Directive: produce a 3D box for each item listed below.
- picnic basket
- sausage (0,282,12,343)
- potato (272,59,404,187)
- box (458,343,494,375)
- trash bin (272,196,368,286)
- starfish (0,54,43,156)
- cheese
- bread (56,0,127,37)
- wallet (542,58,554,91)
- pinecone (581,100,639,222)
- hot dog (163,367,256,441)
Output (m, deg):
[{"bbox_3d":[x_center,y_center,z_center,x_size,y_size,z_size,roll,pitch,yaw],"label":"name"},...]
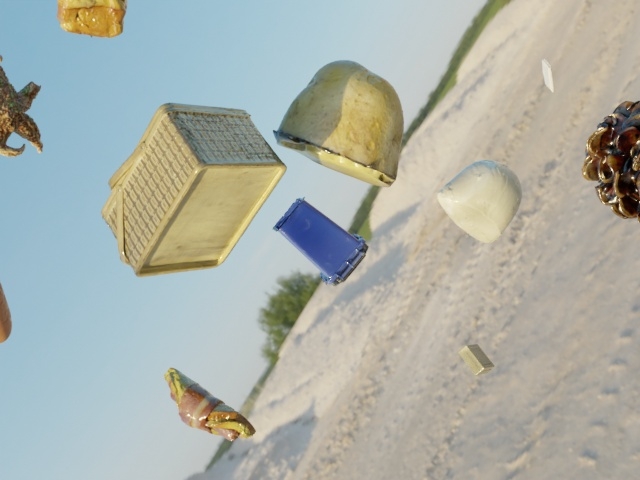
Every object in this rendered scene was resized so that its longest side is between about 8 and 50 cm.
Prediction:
[{"bbox_3d":[-0.252,-0.094,1.539,0.228,0.175,0.313,-6,-38,-47],"label":"picnic basket"},{"bbox_3d":[-0.720,0.106,1.719,0.289,0.086,0.086,91,-157,-44],"label":"sausage"},{"bbox_3d":[0.063,-0.255,1.706,0.242,0.285,0.242,-158,90,-83],"label":"potato"},{"bbox_3d":[0.418,0.318,2.165,0.035,0.079,0.083,-46,-27,22],"label":"box"},{"bbox_3d":[0.000,0.000,2.183,0.162,0.234,0.184,-50,10,-1],"label":"trash bin"},{"bbox_3d":[-0.574,-0.240,1.497,0.150,0.053,0.209,-56,-36,-23],"label":"starfish"},{"bbox_3d":[0.418,-0.113,2.055,0.189,0.198,0.154,-53,21,-13],"label":"cheese"},{"bbox_3d":[-0.607,-0.655,2.138,0.344,0.195,0.148,-116,34,-54],"label":"bread"},{"bbox_3d":[0.572,-0.414,2.031,0.011,0.044,0.083,-23,-42,4],"label":"wallet"},{"bbox_3d":[0.598,-0.141,1.444,0.243,0.243,0.257,-59,-11,11],"label":"pinecone"},{"bbox_3d":[-0.280,0.403,1.910,0.093,0.261,0.123,-53,-25,-15],"label":"hot dog"}]
